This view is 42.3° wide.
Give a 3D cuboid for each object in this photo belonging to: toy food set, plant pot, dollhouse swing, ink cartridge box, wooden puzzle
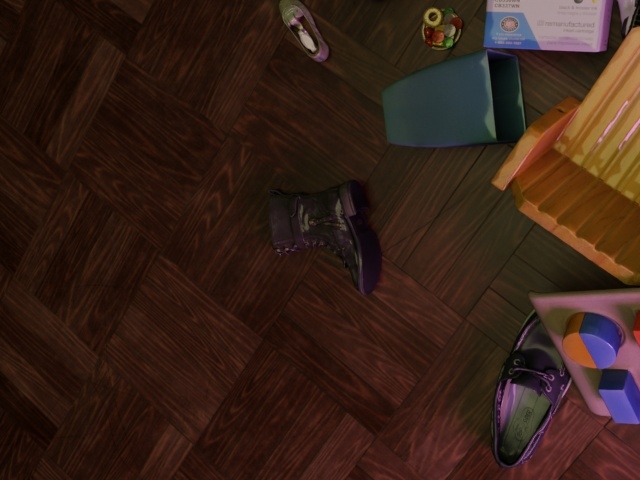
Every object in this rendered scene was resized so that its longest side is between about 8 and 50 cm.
[{"bbox_3d":[0.238,-0.418,1.632,0.083,0.020,0.083,13,100,23],"label":"toy food set"},{"bbox_3d":[0.245,-0.254,1.574,0.234,0.165,0.165,-4,94,33],"label":"plant pot"},{"bbox_3d":[0.549,-0.156,1.384,0.347,0.315,0.305,39,130,16],"label":"dollhouse swing"},{"bbox_3d":[0.406,-0.469,1.435,0.198,0.197,0.270,7,105,21],"label":"ink cartridge box"},{"bbox_3d":[0.546,0.211,1.389,0.348,0.080,0.322,-3,131,44],"label":"wooden puzzle"}]

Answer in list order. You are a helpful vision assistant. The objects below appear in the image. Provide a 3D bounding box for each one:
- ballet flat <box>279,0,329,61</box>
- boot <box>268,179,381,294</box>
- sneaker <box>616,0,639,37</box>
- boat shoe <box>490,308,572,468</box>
[{"bbox_3d":[-0.038,-0.448,1.737,0.057,0.052,0.168,-40,78,23],"label":"ballet flat"},{"bbox_3d":[0.000,0.000,1.759,0.229,0.091,0.262,-13,86,30],"label":"boot"},{"bbox_3d":[0.552,-0.418,1.486,0.044,0.040,0.109,14,98,39],"label":"sneaker"},{"bbox_3d":[0.398,0.283,1.581,0.127,0.113,0.340,25,105,20],"label":"boat shoe"}]
